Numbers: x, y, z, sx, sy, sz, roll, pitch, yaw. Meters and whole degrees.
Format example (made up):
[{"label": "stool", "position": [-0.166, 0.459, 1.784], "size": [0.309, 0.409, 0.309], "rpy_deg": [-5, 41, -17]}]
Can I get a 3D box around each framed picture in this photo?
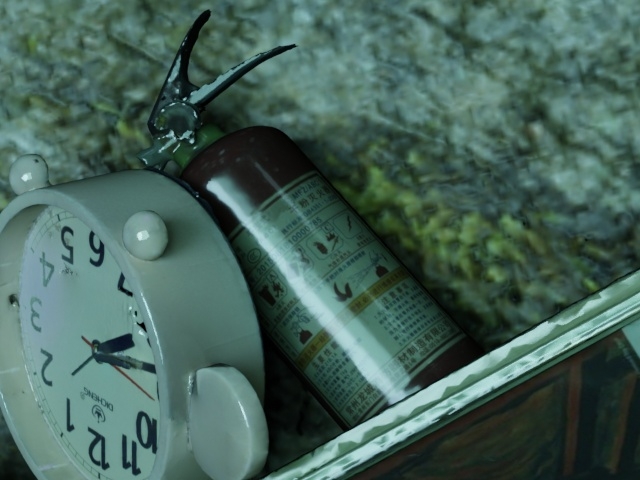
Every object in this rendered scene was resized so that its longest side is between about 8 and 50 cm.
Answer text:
[{"label": "framed picture", "position": [0.085, 0.155, 0.841], "size": [0.273, 0.016, 0.216], "rpy_deg": [-31, 106, 13]}]

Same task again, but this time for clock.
[{"label": "clock", "position": [-0.087, 0.044, 0.868], "size": [0.229, 0.063, 0.156], "rpy_deg": [22, 117, 45]}]

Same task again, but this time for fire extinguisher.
[{"label": "fire extinguisher", "position": [0.000, 0.000, 0.881], "size": [0.099, 0.071, 0.231], "rpy_deg": [-40, 79, 0]}]
